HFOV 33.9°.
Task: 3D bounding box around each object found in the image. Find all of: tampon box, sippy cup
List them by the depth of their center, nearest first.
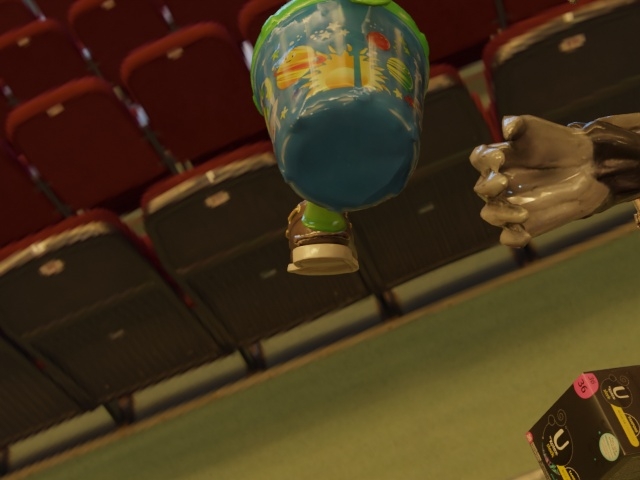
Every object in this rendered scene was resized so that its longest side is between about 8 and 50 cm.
[{"bbox_3d":[0.029,-0.160,1.288,0.240,0.305,0.224,-23,35,14],"label":"sippy cup"},{"bbox_3d":[0.367,0.258,1.371,0.101,0.161,0.120,-4,52,-26],"label":"tampon box"}]

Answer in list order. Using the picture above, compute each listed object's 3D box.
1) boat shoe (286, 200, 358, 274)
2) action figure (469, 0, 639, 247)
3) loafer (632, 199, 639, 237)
[{"bbox_3d":[0.000,0.000,1.658,0.117,0.096,0.324,-4,-7,1],"label":"boat shoe"},{"bbox_3d":[0.118,-0.070,0.308,0.141,0.164,0.275,-2,25,0],"label":"action figure"},{"bbox_3d":[0.422,-0.003,1.324,0.039,0.125,0.045,-36,-12,24],"label":"loafer"}]
